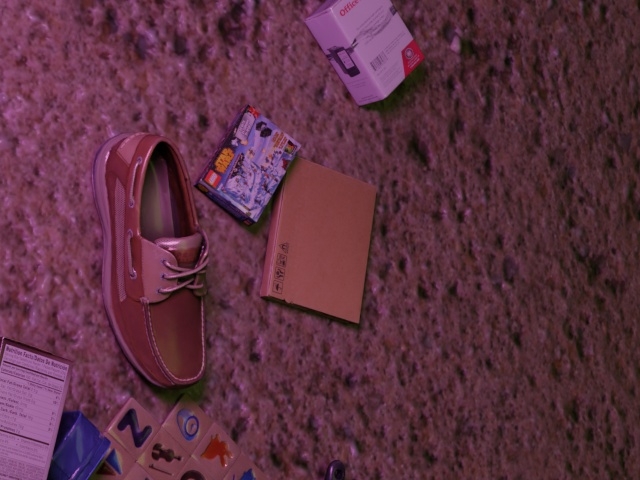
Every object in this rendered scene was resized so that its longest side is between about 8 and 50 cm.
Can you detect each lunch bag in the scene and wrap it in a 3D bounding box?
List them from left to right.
[{"bbox_3d":[-0.295,0.255,1.839,0.065,0.067,0.098,47,58,-24],"label":"lunch bag"}]

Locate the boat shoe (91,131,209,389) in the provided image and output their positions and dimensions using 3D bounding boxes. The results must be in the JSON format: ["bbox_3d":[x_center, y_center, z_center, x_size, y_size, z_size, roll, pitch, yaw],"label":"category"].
[{"bbox_3d":[-0.196,0.024,1.923,0.123,0.116,0.324,-16,94,-40],"label":"boat shoe"}]

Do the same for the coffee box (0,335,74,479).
[{"bbox_3d":[-0.370,0.240,1.733,0.098,0.141,0.246,23,68,-35],"label":"coffee box"}]

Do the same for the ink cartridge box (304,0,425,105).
[{"bbox_3d":[0.063,-0.284,2.220,0.109,0.063,0.150,-46,112,-34],"label":"ink cartridge box"}]

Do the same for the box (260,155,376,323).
[{"bbox_3d":[0.000,0.000,2.152,0.164,0.021,0.201,19,71,-36],"label":"box"}]

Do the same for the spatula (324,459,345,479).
[{"bbox_3d":[0.002,0.438,2.081,0.084,0.030,0.296,15,74,-34],"label":"spatula"}]

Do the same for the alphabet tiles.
[{"bbox_3d":[-0.173,0.370,1.960,0.342,0.011,0.285,49,56,-23],"label":"alphabet tiles"}]

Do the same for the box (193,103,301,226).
[{"bbox_3d":[-0.095,-0.099,2.072,0.094,0.027,0.137,38,61,-15],"label":"box"}]
